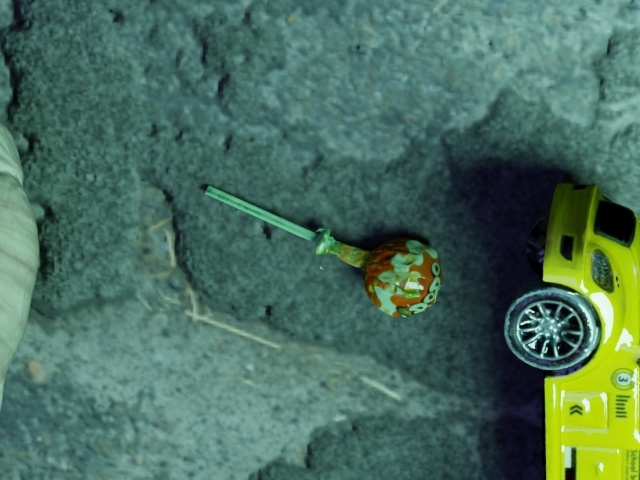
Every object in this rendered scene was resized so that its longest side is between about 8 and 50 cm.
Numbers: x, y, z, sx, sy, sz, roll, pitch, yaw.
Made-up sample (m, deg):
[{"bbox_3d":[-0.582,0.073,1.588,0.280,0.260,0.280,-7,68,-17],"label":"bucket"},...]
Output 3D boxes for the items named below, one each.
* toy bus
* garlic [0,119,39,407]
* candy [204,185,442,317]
[{"bbox_3d":[0.205,0.129,1.217,0.151,0.145,0.331,3,115,13],"label":"toy bus"},{"bbox_3d":[-0.331,0.007,1.226,0.318,0.259,0.317,-1,73,2],"label":"garlic"},{"bbox_3d":[0.000,0.000,1.279,0.185,0.049,0.055,24,86,11],"label":"candy"}]
